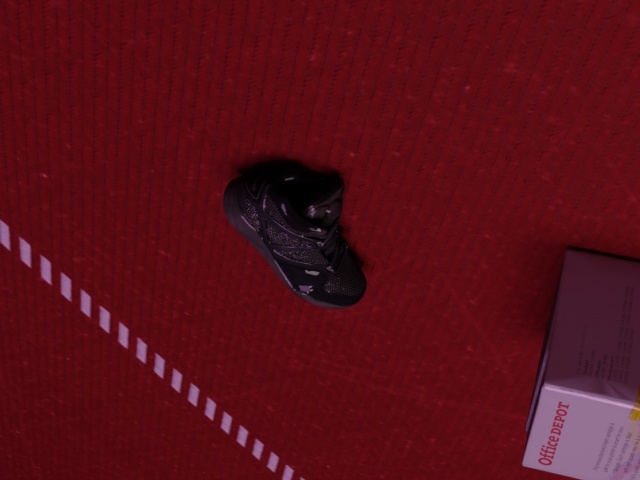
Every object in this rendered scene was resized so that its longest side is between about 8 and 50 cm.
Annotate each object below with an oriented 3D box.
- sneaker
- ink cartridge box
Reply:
[{"bbox_3d":[0.000,0.000,1.561,0.130,0.087,0.227,-11,131,44],"label":"sneaker"},{"bbox_3d":[0.387,0.164,1.518,0.270,0.197,0.198,12,145,8],"label":"ink cartridge box"}]
